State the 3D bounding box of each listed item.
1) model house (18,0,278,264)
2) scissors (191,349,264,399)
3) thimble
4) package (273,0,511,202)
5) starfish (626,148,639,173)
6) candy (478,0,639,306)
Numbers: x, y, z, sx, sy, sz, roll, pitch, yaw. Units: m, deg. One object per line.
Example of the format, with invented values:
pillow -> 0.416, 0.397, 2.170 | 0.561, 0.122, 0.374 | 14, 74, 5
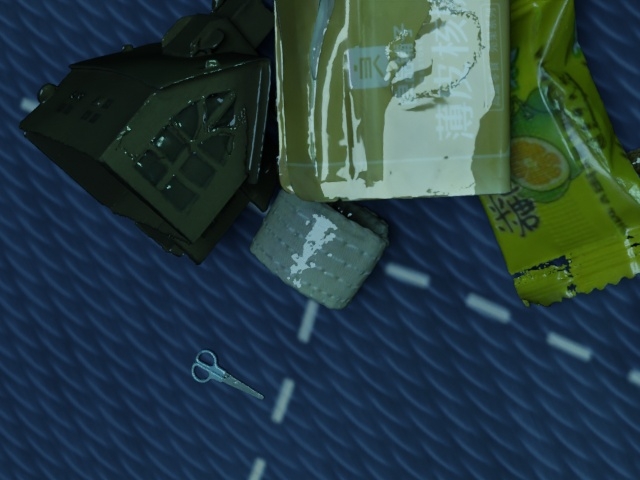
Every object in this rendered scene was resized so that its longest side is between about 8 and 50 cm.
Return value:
model house -> -0.112, -0.125, 1.337 | 0.204, 0.211, 0.243 | 45, 76, -32
scissors -> -0.094, 0.142, 1.433 | 0.083, 0.006, 0.036 | 28, 105, 13
thimble -> 0.000, 0.000, 1.340 | 0.115, 0.102, 0.090 | 31, 101, -2
package -> 0.042, -0.192, 1.237 | 0.221, 0.165, 0.311 | 6, 101, 45
starfish -> 0.369, -0.007, 1.242 | 0.277, 0.062, 0.236 | 19, 102, 23
candy -> 0.201, -0.094, 1.268 | 0.187, 0.081, 0.297 | -23, 87, 41
